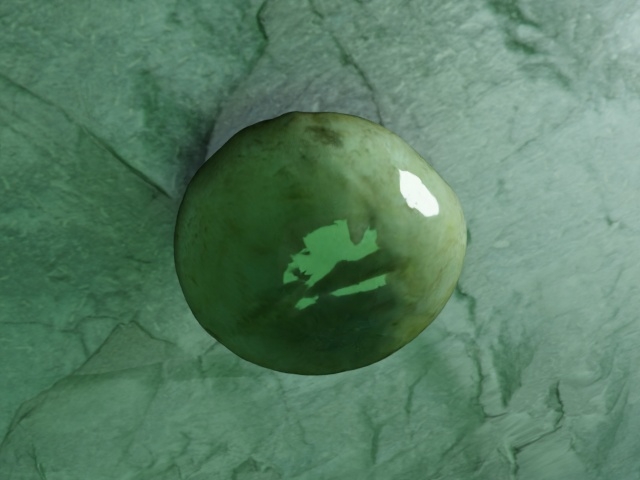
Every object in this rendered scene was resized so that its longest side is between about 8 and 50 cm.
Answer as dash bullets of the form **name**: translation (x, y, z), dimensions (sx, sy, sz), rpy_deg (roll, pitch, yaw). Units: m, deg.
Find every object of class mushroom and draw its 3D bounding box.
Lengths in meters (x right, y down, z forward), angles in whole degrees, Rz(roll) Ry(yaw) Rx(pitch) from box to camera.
- **mushroom**: translation (0.000, 0.000, 1.663), dimensions (0.352, 0.260, 0.352), rpy_deg (-3, 126, -4)
